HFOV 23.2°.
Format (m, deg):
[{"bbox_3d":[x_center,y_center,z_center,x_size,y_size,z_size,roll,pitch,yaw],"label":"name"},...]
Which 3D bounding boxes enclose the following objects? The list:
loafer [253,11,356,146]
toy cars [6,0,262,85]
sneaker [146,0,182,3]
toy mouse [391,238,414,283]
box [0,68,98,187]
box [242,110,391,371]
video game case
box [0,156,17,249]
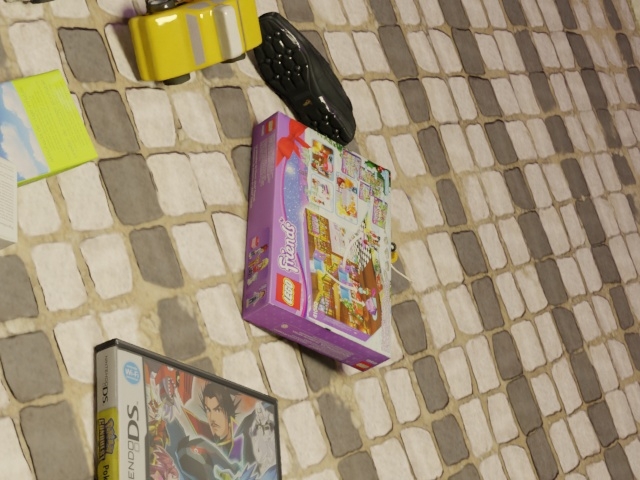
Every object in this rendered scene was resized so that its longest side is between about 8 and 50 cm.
[{"bbox_3d":[-0.022,-0.222,2.110,0.223,0.076,0.078,54,29,-29],"label":"loafer"},{"bbox_3d":[-0.198,-0.289,1.805,0.394,0.087,0.176,28,77,-43],"label":"toy cars"},{"bbox_3d":[-0.175,-0.314,1.928,0.072,0.077,0.178,-33,100,-57],"label":"sneaker"},{"bbox_3d":[0.048,0.013,2.104,0.143,0.031,0.161,-29,93,-54],"label":"toy mouse"},{"bbox_3d":[-0.317,-0.112,1.623,0.178,0.042,0.109,-26,93,-58],"label":"box"},{"bbox_3d":[0.000,0.000,1.986,0.201,0.057,0.293,27,49,-33],"label":"box"},{"bbox_3d":[-0.135,0.257,1.679,0.275,0.035,0.248,27,50,-47],"label":"video game case"},{"bbox_3d":[-0.354,-0.034,1.465,0.102,0.101,0.087,26,51,-47],"label":"box"}]
